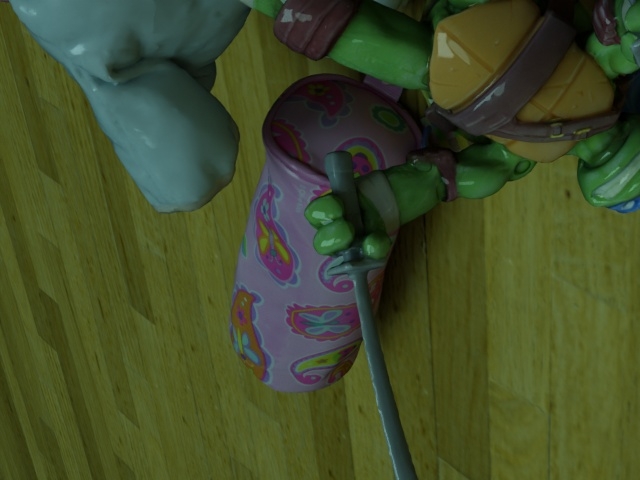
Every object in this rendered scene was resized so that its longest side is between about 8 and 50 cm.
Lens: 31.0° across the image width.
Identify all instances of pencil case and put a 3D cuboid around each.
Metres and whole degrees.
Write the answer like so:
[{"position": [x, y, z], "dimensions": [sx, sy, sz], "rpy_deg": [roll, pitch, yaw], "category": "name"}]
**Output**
[{"position": [0.000, 0.000, 0.882], "dimensions": [0.124, 0.124, 0.284], "rpy_deg": [47, 147, 25], "category": "pencil case"}]

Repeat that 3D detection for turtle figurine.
[{"position": [0.060, -0.073, 0.520], "dimensions": [0.266, 0.274, 0.198], "rpy_deg": [40, 150, -10], "category": "turtle figurine"}]

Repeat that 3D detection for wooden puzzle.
[{"position": [0.093, -0.066, 0.788], "dimensions": [0.083, 0.006, 0.049], "rpy_deg": [-12, 103, 60], "category": "wooden puzzle"}]

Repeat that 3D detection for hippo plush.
[{"position": [-0.075, -0.193, 0.714], "dimensions": [0.234, 0.237, 0.294], "rpy_deg": [56, 178, 42], "category": "hippo plush"}]

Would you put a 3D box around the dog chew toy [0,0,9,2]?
[{"position": [-0.253, -0.298, 0.961], "dimensions": [0.206, 0.207, 0.332], "rpy_deg": [63, 158, -1], "category": "dog chew toy"}]
